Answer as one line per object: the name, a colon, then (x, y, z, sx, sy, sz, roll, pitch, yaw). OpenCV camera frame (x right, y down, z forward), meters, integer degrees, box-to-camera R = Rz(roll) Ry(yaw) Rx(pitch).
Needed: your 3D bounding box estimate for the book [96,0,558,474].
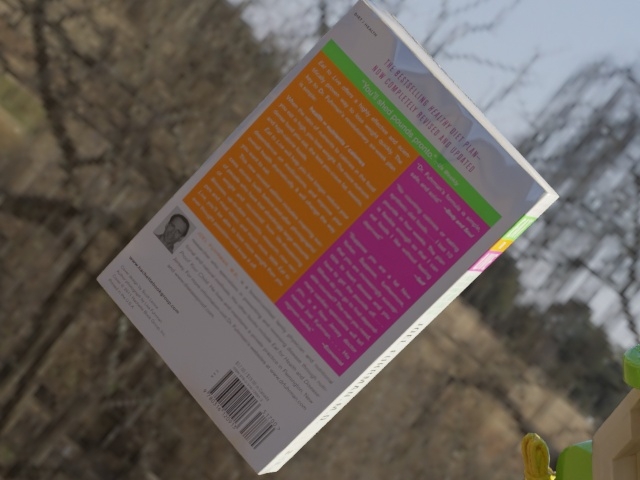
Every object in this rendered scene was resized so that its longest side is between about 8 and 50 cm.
book: (0.000, 0.000, 0.579, 0.096, 0.144, 0.035, 49, 14, 15)

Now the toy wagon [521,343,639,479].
toy wagon: (0.253, 0.204, 1.107, 0.344, 0.068, 0.267, -154, -124, -62)
